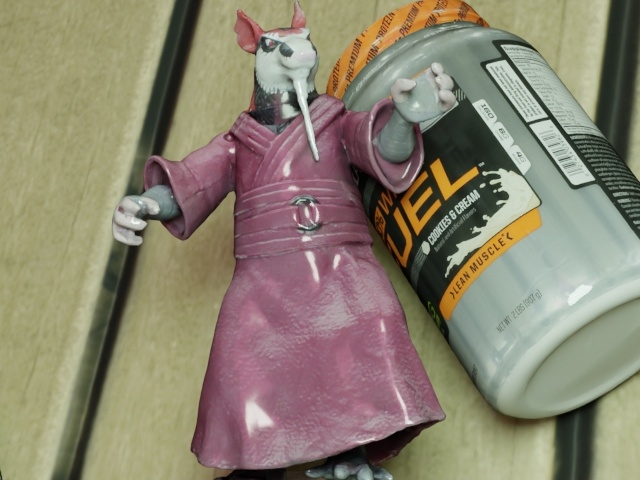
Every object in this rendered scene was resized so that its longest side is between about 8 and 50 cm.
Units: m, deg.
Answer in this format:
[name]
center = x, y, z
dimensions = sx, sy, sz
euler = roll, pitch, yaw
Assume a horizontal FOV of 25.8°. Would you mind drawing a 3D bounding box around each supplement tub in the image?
[supplement tub]
center = 0.141, -0.033, 1.108
dimensions = 0.193, 0.193, 0.316
euler = -32, 60, 1

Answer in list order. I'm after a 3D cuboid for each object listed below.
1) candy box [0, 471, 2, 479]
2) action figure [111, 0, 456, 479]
[candy box]
center = -0.319, 0.223, 1.151
dimensions = 0.071, 0.159, 0.233
euler = -23, 61, 5
[action figure]
center = 0.000, 0.000, 1.051
dimensions = 0.248, 0.276, 0.370
euler = -6, 78, 12
